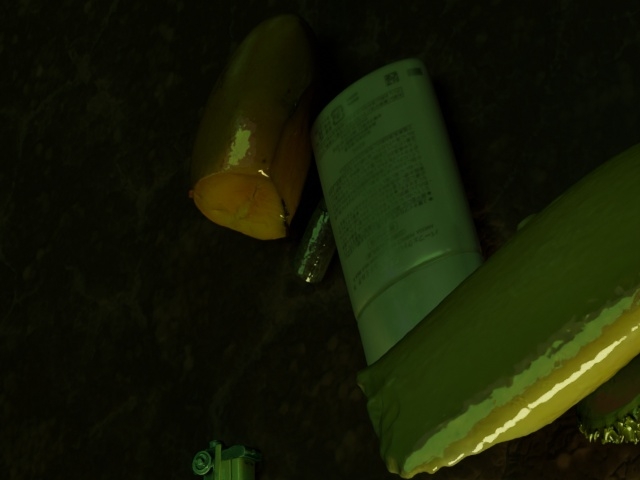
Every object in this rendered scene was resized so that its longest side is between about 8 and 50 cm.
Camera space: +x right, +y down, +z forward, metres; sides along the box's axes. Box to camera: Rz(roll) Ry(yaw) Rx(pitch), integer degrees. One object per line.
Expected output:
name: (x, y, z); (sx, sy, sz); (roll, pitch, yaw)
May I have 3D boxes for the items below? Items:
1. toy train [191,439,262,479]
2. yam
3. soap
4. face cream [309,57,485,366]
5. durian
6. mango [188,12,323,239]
toy train: (-0.107, 0.283, 2.067); (0.081, 0.050, 0.122); (-17, 63, 37)
yam: (0.000, 0.000, 2.066); (0.043, 0.043, 0.094); (31, 100, 47)
soap: (0.225, 0.053, 1.682); (0.427, 0.115, 0.306); (-41, 11, 11)
face cream: (0.087, -0.017, 1.953); (0.173, 0.081, 0.348); (-36, 52, 31)
durian: (0.332, 0.111, 1.635); (0.221, 0.095, 0.137); (-55, 19, 8)
mango: (-0.068, -0.146, 2.113); (0.187, 0.138, 0.257); (101, -179, -56)
